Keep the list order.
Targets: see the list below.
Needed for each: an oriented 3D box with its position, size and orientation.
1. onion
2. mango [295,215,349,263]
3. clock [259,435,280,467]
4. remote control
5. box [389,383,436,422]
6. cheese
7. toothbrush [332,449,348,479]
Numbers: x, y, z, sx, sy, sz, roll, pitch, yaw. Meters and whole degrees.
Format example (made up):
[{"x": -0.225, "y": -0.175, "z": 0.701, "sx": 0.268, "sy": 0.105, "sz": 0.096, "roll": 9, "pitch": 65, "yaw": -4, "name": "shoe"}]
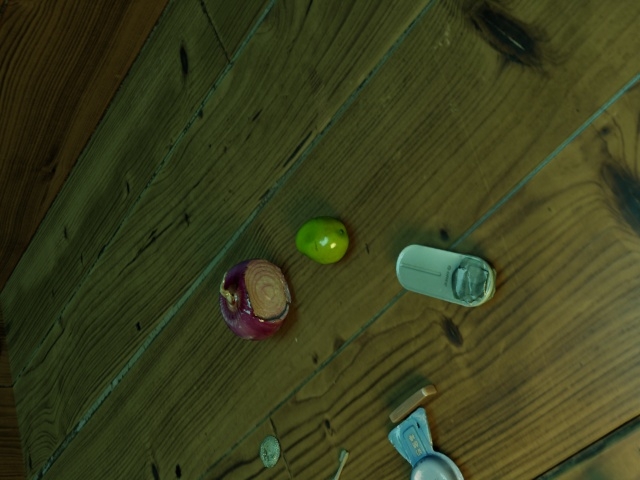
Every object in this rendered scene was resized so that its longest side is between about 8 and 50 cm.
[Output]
[{"x": -0.182, "y": 0.162, "z": 1.842, "sx": 0.207, "sy": 0.201, "sz": 0.200, "roll": 51, "pitch": 125, "yaw": 5, "name": "onion"}, {"x": 0.002, "y": -0.006, "z": 1.724, "sx": 0.163, "sy": 0.089, "sz": 0.117, "roll": 25, "pitch": 101, "yaw": 48, "name": "mango"}, {"x": -0.132, "y": 0.550, "z": 1.826, "sx": 0.083, "sy": 0.010, "sz": 0.074, "roll": -57, "pitch": 47, "yaw": 23, "name": "clock"}, {"x": 0.259, "y": 0.070, "z": 1.457, "sx": 0.247, "sy": 0.052, "sz": 0.104, "roll": 15, "pitch": 95, "yaw": 47, "name": "remote control"}, {"x": 0.195, "y": 0.344, "z": 1.480, "sx": 0.115, "sy": 0.048, "sz": 0.025, "roll": -49, "pitch": 57, "yaw": 30, "name": "box"}, {"x": 0.224, "y": 0.474, "z": 1.423, "sx": 0.135, "sy": 0.052, "sz": 0.244, "roll": -47, "pitch": 51, "yaw": 28, "name": "cheese"}, {"x": 0.028, "y": 0.578, "z": 1.644, "sx": 0.017, "sy": 0.014, "sz": 0.194, "roll": 30, "pitch": 105, "yaw": 46, "name": "toothbrush"}]
